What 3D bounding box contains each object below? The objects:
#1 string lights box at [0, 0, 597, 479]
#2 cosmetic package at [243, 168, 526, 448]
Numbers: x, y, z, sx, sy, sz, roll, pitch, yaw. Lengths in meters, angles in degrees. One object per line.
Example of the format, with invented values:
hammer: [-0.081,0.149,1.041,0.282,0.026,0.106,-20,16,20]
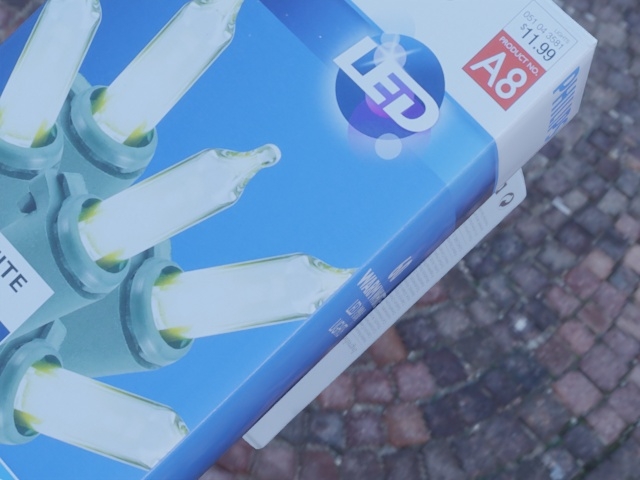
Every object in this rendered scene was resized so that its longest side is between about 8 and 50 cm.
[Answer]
string lights box: [-0.052,-0.006,0.411,0.260,0.077,0.133,-44,78,-1]
cosmetic package: [0.000,0.000,0.775,0.231,0.085,0.117,-43,57,-7]
